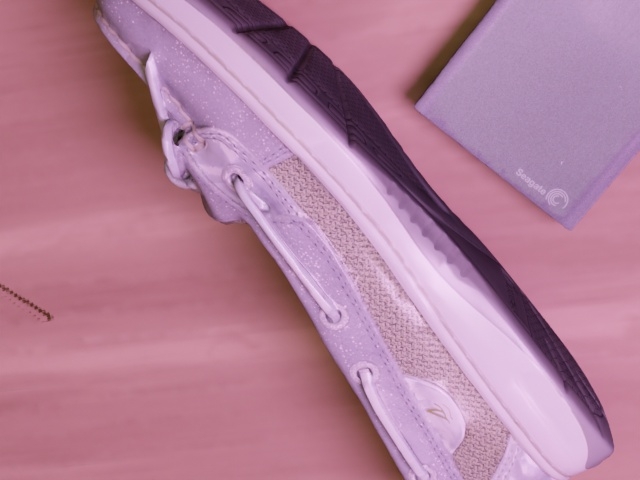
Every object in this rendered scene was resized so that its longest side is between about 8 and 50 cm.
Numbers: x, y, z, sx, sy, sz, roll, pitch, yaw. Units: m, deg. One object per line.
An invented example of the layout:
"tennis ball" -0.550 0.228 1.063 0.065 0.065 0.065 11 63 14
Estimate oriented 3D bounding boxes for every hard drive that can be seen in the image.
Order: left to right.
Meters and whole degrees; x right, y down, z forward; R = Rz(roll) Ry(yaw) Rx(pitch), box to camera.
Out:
"hard drive" 0.120 -0.085 0.692 0.094 0.022 0.135 38 108 1

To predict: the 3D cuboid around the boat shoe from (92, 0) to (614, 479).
"boat shoe" 0.001 0.000 0.691 0.103 0.118 0.320 -40 99 13
